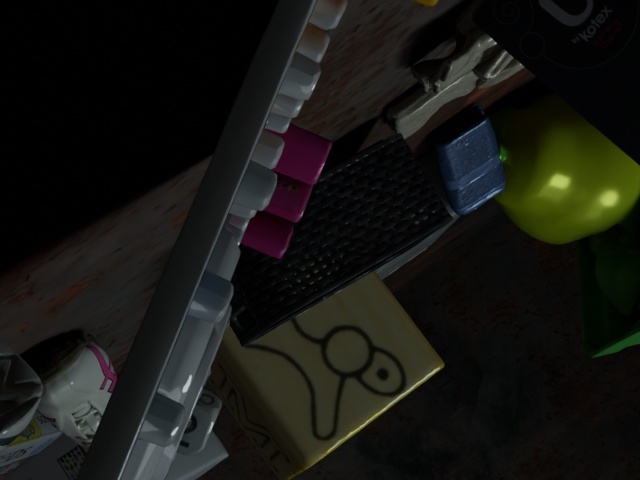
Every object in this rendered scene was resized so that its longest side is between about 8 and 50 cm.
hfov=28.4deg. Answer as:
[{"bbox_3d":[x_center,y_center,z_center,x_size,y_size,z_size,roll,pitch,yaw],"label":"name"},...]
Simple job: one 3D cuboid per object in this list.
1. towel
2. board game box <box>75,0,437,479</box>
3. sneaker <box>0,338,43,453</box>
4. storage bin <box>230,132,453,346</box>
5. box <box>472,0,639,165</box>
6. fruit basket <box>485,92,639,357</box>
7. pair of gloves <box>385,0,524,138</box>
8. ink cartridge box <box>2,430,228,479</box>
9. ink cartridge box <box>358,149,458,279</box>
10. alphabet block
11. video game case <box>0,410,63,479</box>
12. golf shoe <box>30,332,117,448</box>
[{"bbox_3d":[0.151,-0.080,1.290,0.067,0.029,0.119,-32,140,-8],"label":"towel"},{"bbox_3d":[-0.054,0.065,0.533,0.390,0.050,0.389,124,-12,-72],"label":"board game box"},{"bbox_3d":[-0.274,0.152,0.713,0.153,0.094,0.235,-52,175,36],"label":"sneaker"},{"bbox_3d":[0.000,0.000,1.011,0.180,0.084,0.122,-30,176,-20],"label":"storage bin"},{"bbox_3d":[0.251,-0.107,0.718,0.165,0.270,0.143,-52,167,25],"label":"box"},{"bbox_3d":[0.328,-0.063,1.476,0.392,0.392,0.283,-34,172,-17],"label":"fruit basket"},{"bbox_3d":[0.146,-0.153,0.944,0.204,0.042,0.240,-35,174,-8],"label":"pair of gloves"},{"bbox_3d":[-0.279,0.284,1.430,0.272,0.130,0.309,-35,173,6],"label":"ink cartridge box"},{"bbox_3d":[0.083,-0.017,1.410,0.127,0.072,0.175,-34,173,-21],"label":"ink cartridge box"},{"bbox_3d":[-0.014,0.124,1.369,0.192,0.197,0.193,-34,173,-15],"label":"alphabet block"},{"bbox_3d":[-0.368,0.239,1.084,0.275,0.035,0.248,-37,173,4],"label":"video game case"},{"bbox_3d":[-0.186,0.125,1.006,0.067,0.086,0.186,-34,172,-6],"label":"golf shoe"}]
